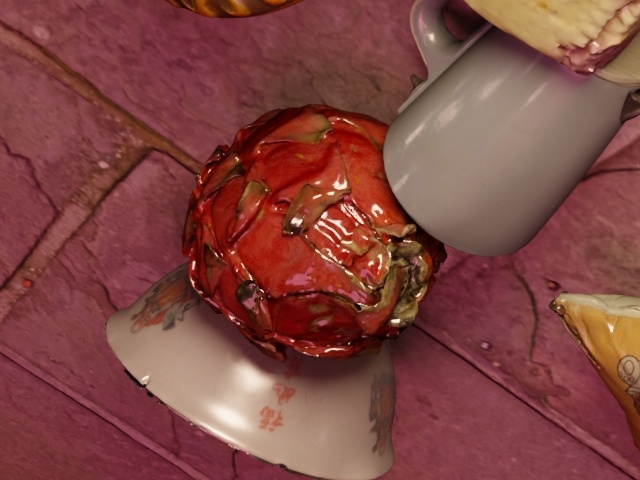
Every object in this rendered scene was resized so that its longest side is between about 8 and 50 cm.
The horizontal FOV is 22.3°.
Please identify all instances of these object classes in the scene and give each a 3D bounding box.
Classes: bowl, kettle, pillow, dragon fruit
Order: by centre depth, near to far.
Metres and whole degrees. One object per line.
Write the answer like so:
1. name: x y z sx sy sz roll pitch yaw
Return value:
1. kettle: 0.159 -0.135 1.343 0.210 0.160 0.243 53 141 13
2. dragon fruit: 0.000 0.000 1.506 0.299 0.244 0.244 49 172 51
3. pillow: 0.403 0.150 1.538 0.310 0.119 0.312 3 149 31
4. bowl: -0.041 0.098 1.718 0.346 0.345 0.157 28 103 0

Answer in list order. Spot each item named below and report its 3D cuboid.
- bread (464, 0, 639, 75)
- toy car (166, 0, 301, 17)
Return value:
1. bread: 0.206 -0.272 1.086 0.187 0.155 0.338 38 149 2
2. toy car: -0.068 -0.322 1.120 0.271 0.240 0.340 -7 134 36
